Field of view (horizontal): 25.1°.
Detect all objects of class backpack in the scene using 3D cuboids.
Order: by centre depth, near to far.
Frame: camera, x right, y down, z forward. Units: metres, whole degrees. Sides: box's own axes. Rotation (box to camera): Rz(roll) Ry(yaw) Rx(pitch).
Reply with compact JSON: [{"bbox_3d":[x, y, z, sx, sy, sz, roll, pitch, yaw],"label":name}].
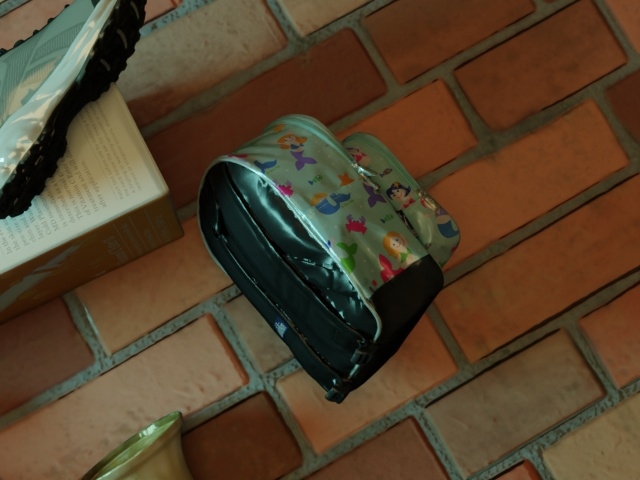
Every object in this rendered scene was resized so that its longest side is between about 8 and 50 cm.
[{"bbox_3d":[0.000,0.000,1.434,0.253,0.225,0.191,43,60,10],"label":"backpack"}]

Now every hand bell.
[{"bbox_3d":[-0.123,0.306,1.452,0.126,0.126,0.242,-36,95,-6],"label":"hand bell"}]

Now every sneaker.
[{"bbox_3d":[-0.251,-0.155,1.300,0.108,0.100,0.271,33,81,10],"label":"sneaker"}]

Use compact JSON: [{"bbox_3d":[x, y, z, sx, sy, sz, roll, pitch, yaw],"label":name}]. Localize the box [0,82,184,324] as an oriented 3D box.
[{"bbox_3d":[-0.330,-0.021,1.431,0.345,0.215,0.168,-26,81,-5],"label":"box"}]
